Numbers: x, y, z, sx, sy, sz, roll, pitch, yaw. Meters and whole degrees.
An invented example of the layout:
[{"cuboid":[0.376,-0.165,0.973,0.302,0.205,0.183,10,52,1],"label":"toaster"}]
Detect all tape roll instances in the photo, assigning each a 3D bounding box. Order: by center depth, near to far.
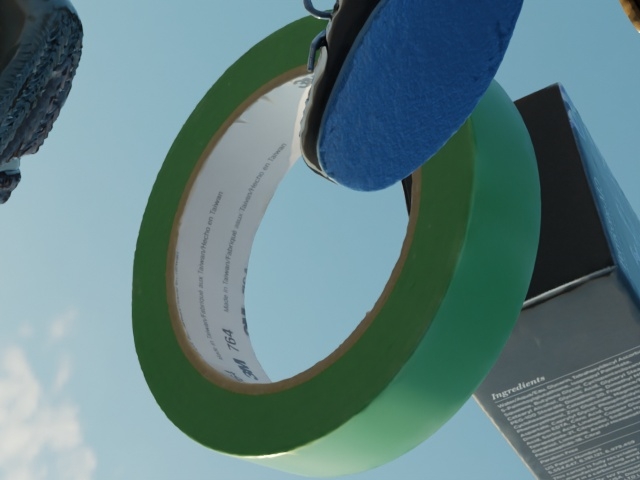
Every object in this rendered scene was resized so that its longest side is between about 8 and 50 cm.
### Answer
[{"cuboid":[0.000,0.000,1.054,0.321,0.077,0.321,-19,-120,38],"label":"tape roll"}]

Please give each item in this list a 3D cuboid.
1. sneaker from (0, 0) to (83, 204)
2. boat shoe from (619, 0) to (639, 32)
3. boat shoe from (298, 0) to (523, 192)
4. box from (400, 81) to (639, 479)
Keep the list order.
[{"cuboid":[-0.219,-0.012,0.509,0.281,0.162,0.106,-49,180,10],"label":"sneaker"},{"cuboid":[0.214,-0.228,0.954,0.073,0.073,0.207,-22,-114,40],"label":"boat shoe"},{"cuboid":[0.062,-0.146,0.827,0.089,0.109,0.258,26,-97,53],"label":"boat shoe"},{"cuboid":[0.276,0.077,1.718,0.212,0.395,0.293,-24,-137,17],"label":"box"}]
